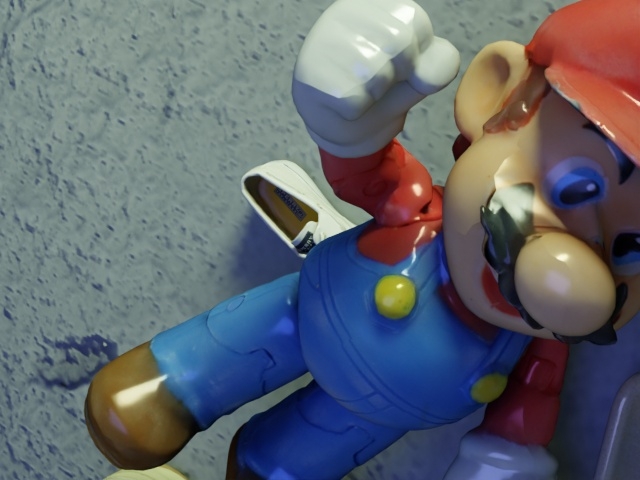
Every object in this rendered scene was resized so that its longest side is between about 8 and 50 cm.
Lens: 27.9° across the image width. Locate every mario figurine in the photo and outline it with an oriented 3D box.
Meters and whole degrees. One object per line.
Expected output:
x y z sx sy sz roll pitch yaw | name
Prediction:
0.041 0.031 0.501 0.320 0.198 0.170 -40 54 30 | mario figurine

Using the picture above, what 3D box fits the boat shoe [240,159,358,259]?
0.000 0.000 0.614 0.100 0.035 0.035 47 117 14 | boat shoe

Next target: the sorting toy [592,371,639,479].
0.199 0.172 0.522 0.208 0.038 0.193 18 105 27 | sorting toy

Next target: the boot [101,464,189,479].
-0.074 0.229 0.590 0.262 0.203 0.095 47 117 18 | boot
